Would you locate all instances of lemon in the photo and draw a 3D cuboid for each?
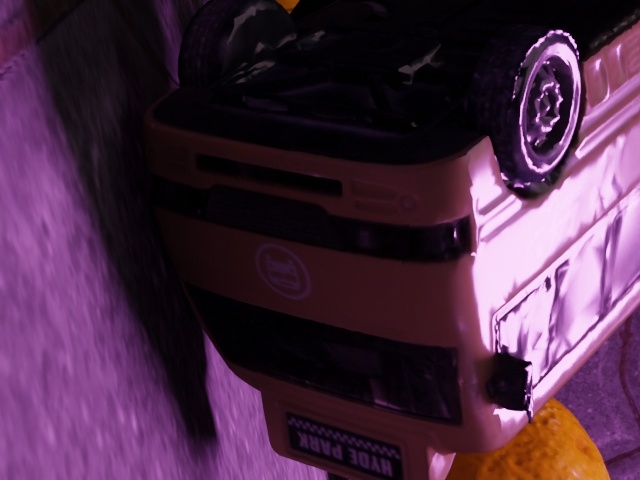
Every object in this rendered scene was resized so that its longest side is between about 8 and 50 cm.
[{"bbox_3d":[0.139,0.240,1.165,0.253,0.228,0.228,-103,178,-50],"label":"lemon"}]

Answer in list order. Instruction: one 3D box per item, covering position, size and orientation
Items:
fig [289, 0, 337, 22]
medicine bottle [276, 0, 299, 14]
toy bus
[{"bbox_3d":[0.030,-0.101,0.878,0.186,0.249,0.204,48,-43,47],"label":"fig"},{"bbox_3d":[-0.016,-0.231,1.116,0.143,0.143,0.258,-99,176,-49],"label":"medicine bottle"},{"bbox_3d":[0.092,-0.049,0.658,0.365,0.177,0.202,-35,127,-44],"label":"toy bus"}]
